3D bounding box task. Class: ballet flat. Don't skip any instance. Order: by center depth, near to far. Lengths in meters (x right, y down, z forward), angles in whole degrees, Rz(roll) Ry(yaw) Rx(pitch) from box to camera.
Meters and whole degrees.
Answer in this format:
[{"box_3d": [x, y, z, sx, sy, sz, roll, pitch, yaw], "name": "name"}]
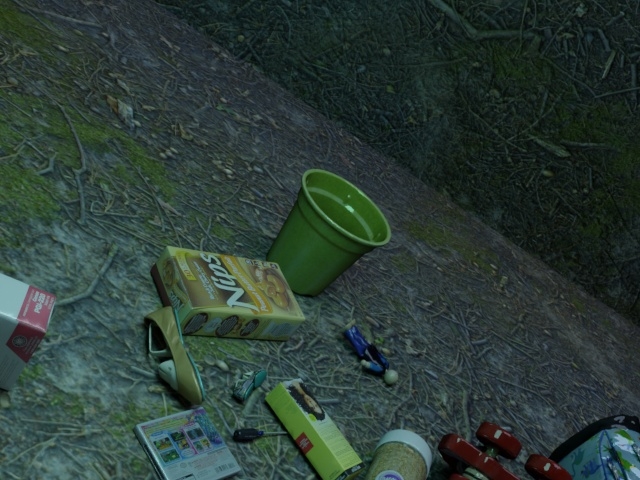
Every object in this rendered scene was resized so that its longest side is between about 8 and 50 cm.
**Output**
[{"box_3d": [-0.287, 0.227, 1.415, 0.073, 0.080, 0.232, -11, 46, -22], "name": "ballet flat"}, {"box_3d": [-0.148, 0.290, 1.512, 0.041, 0.041, 0.114, 41, 25, 5], "name": "ballet flat"}]

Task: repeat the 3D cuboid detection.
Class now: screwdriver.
[{"box_3d": [-0.104, 0.377, 1.447, 0.170, 0.024, 0.025, 8, 68, -49], "name": "screwdriver"}]

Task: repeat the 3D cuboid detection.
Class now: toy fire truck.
[{"box_3d": [0.387, 0.536, 1.626, 0.302, 0.169, 0.254, 33, -19, 6], "name": "toy fire truck"}]

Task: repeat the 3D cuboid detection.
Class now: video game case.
[{"box_3d": [-0.233, 0.370, 1.297, 0.157, 0.019, 0.143, -3, 48, -52], "name": "video game case"}]

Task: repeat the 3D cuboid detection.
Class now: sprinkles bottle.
[{"box_3d": [0.125, 0.510, 1.418, 0.121, 0.121, 0.355, 40, 27, 2], "name": "sprinkles bottle"}]

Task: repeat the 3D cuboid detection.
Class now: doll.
[{"box_3d": [0.124, 0.288, 1.850, 0.189, 0.046, 0.129, 49, 18, 7], "name": "doll"}]

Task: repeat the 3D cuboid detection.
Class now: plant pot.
[{"box_3d": [0.000, 0.000, 1.911, 0.276, 0.254, 0.276, 29, 27, -17], "name": "plant pot"}]

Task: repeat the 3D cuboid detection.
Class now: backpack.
[{"box_3d": [0.711, 0.646, 1.818, 0.273, 0.290, 0.356, 11, 44, -30], "name": "backpack"}]

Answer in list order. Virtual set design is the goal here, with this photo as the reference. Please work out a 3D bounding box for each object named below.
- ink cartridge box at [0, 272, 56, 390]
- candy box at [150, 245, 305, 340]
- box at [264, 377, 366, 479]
[{"box_3d": [-0.546, 0.120, 1.130, 0.217, 0.158, 0.092, 27, 30, -24], "name": "ink cartridge box"}, {"box_3d": [-0.203, 0.123, 1.645, 0.316, 0.087, 0.183, 12, 37, -43], "name": "candy box"}, {"box_3d": [-0.011, 0.390, 1.493, 0.232, 0.058, 0.087, 51, 20, 21], "name": "box"}]
